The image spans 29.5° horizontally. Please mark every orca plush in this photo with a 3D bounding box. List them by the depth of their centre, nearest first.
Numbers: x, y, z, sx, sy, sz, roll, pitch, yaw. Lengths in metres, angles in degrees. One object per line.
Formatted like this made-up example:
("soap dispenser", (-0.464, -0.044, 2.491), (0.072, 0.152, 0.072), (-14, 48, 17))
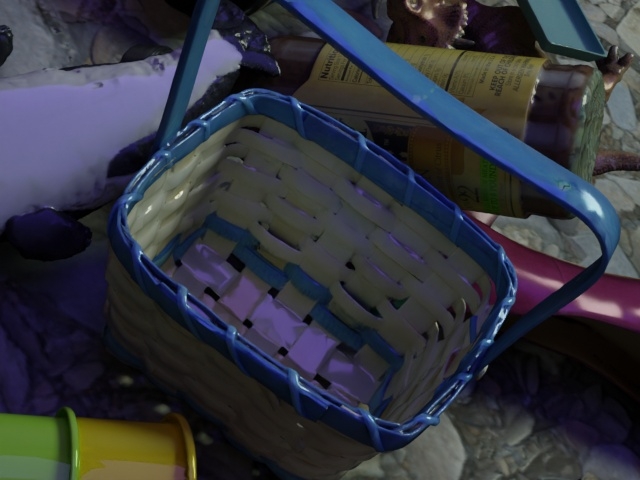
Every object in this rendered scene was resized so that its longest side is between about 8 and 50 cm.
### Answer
("orca plush", (-0.175, -0.077, 0.818), (0.287, 0.102, 0.151), (-42, 96, -18))

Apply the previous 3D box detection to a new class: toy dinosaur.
("toy dinosaur", (0.160, -0.130, 1.065), (0.200, 0.127, 0.295), (-27, 73, -44))

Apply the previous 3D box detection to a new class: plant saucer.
("plant saucer", (0.187, -0.228, 1.060), (0.067, 0.018, 0.192), (6, 48, -31))

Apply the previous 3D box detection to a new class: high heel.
("high heel", (0.182, 0.089, 0.910), (0.377, 0.127, 0.181), (37, 63, 4))

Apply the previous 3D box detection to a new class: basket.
("basket", (0.000, 0.000, 0.719), (0.255, 0.289, 0.201), (38, 52, 1))

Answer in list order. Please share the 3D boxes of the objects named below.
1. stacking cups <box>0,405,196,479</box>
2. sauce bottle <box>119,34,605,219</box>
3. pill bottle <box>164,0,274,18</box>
("stacking cups", (-0.225, 0.123, 0.618), (0.316, 0.096, 0.096), (8, 48, -24))
("sauce bottle", (0.020, -0.087, 0.859), (0.345, 0.111, 0.111), (8, 38, 21))
("pill bottle", (-0.055, -0.267, 1.046), (0.123, 0.122, 0.219), (36, 30, 3))
